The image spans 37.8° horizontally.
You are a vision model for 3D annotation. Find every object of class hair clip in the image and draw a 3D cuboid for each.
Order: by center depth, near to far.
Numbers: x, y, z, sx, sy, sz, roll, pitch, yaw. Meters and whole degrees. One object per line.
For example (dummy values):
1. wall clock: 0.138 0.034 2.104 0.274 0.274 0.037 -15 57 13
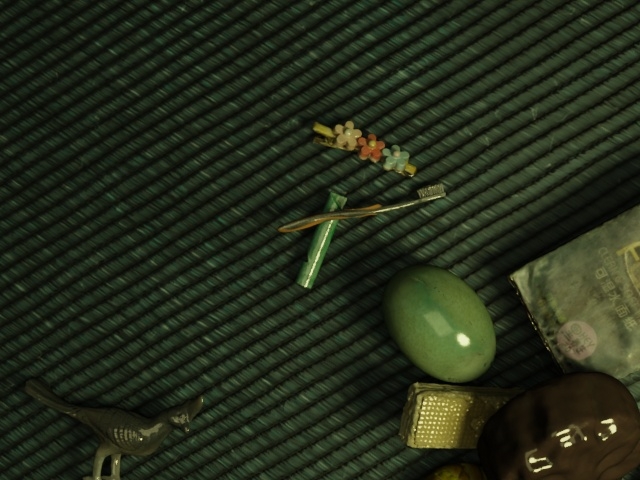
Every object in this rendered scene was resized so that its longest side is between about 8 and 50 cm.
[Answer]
1. hair clip: 0.084 -0.177 1.755 0.214 0.056 0.062 20 57 9

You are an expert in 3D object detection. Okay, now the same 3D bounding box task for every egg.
1. egg: 0.211 0.147 1.657 0.169 0.169 0.236 -45 83 3

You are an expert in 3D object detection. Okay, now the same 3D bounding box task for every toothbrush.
1. toothbrush: 0.077 -0.055 1.736 0.321 0.023 0.031 -15 87 -4

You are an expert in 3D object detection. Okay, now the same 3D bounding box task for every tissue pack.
1. tissue pack: 0.543 0.084 1.617 0.361 0.122 0.259 -29 79 16

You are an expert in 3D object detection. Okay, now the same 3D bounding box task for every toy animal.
1. toy animal: -0.394 0.377 1.776 0.367 0.081 0.205 3 91 16

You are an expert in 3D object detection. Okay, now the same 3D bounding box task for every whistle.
1. whistle: 0.000 0.000 1.762 0.039 0.039 0.186 22 90 9

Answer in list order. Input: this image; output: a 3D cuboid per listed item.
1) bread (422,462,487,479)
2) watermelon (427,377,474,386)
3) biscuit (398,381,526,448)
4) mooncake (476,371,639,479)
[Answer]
1. bread: 0.265 0.501 1.663 0.213 0.105 0.213 -1 84 7
2. watermelon: 0.234 0.297 1.699 0.106 0.062 0.105 1 94 14
3. biscuit: 0.255 0.307 1.635 0.239 0.062 0.108 6 102 -24
4. mooncake: 0.410 0.349 1.560 0.283 0.283 0.141 -26 48 6
